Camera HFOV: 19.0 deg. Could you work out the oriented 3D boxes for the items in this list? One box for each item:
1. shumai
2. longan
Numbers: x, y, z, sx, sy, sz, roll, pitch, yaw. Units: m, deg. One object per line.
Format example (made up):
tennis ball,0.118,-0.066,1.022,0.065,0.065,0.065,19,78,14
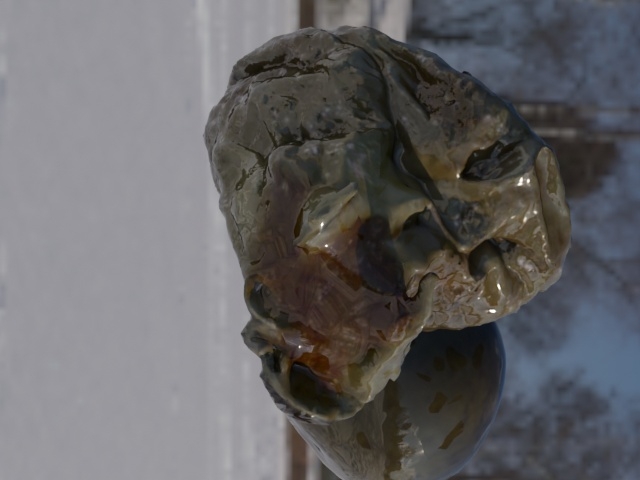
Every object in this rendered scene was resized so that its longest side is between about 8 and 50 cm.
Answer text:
shumai,0.000,0.000,1.465,0.262,0.314,0.267,-47,151,-34
longan,0.064,0.132,1.894,0.215,0.246,0.246,-120,-150,-81
